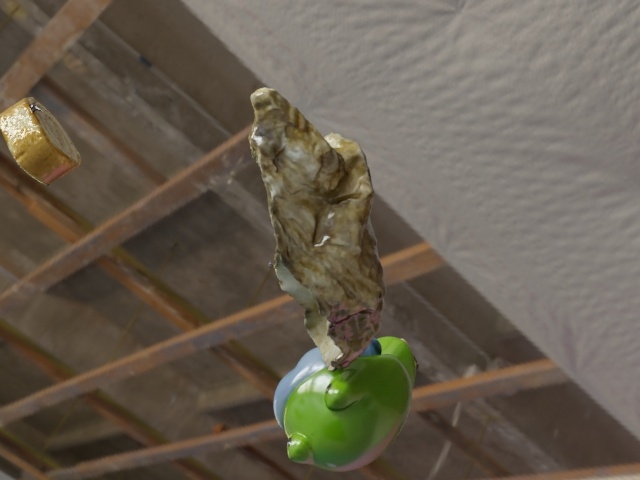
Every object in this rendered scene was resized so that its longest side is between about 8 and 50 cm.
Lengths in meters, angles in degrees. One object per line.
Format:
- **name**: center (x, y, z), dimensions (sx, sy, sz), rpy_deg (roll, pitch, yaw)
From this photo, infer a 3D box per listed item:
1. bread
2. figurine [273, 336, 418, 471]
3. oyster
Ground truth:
- **bread**: center (-0.420, -0.150, 1.475), dimensions (0.149, 0.073, 0.122), rpy_deg (55, 2, 36)
- **figurine**: center (0.047, 0.187, 1.179), dimensions (0.143, 0.263, 0.162), rpy_deg (45, -68, 15)
- **oyster**: center (0.004, -0.002, 0.971), dimensions (0.110, 0.166, 0.341), rpy_deg (-16, -65, -8)
